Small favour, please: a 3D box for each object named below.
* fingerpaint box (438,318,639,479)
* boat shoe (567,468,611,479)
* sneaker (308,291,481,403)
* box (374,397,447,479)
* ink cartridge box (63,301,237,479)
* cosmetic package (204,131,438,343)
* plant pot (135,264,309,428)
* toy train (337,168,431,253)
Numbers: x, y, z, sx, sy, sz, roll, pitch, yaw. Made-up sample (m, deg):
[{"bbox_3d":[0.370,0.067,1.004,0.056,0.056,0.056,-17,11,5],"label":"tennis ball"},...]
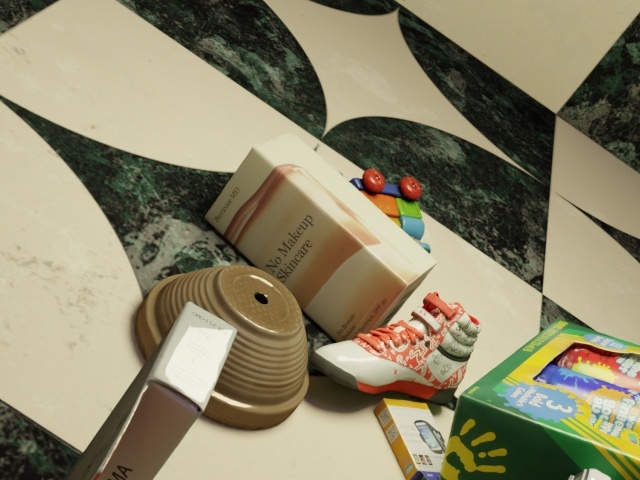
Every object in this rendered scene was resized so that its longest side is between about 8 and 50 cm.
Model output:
[{"bbox_3d":[0.409,0.269,1.490,0.371,0.163,0.444,18,16,24],"label":"fingerpaint box"},{"bbox_3d":[0.202,0.357,1.234,0.102,0.301,0.108,35,-14,18],"label":"boat shoe"},{"bbox_3d":[0.108,0.132,1.533,0.270,0.145,0.090,16,12,-41],"label":"sneaker"},{"bbox_3d":[0.131,0.272,1.500,0.081,0.028,0.136,14,38,-36],"label":"box"},{"bbox_3d":[-0.185,0.215,0.970,0.060,0.275,0.239,32,29,-8],"label":"ink cartridge box"},{"bbox_3d":[0.000,0.000,1.632,0.296,0.153,0.129,41,28,11],"label":"cosmetic package"},{"bbox_3d":[-0.101,0.107,1.403,0.237,0.110,0.237,27,29,-16],"label":"plant pot"},{"bbox_3d":[0.072,-0.033,1.830,0.248,0.105,0.143,9,52,-41],"label":"toy train"}]
